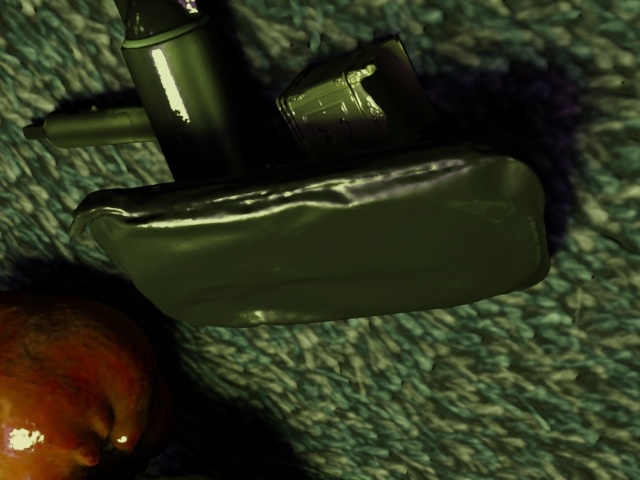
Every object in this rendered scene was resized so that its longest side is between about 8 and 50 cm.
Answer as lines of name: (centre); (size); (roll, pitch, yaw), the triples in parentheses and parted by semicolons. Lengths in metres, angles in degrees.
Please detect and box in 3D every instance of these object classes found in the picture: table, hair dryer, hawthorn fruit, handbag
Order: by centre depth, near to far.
table: (0.028, -0.095, 0.670); (0.083, 0.062, 0.079); (-16, 116, 33)
handbag: (-0.003, 0.000, 0.676); (0.332, 0.074, 0.191); (-6, 151, 13)
hair dryer: (-0.174, -0.118, 0.752); (0.248, 0.078, 0.195); (-2, 121, 33)
hawthorn fruit: (-0.275, 0.144, 0.904); (0.261, 0.224, 0.224); (36, 134, 25)

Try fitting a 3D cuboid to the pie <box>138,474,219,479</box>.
pie: (-0.172, 0.326, 0.877); (0.277, 0.078, 0.277); (-13, 132, -15)
